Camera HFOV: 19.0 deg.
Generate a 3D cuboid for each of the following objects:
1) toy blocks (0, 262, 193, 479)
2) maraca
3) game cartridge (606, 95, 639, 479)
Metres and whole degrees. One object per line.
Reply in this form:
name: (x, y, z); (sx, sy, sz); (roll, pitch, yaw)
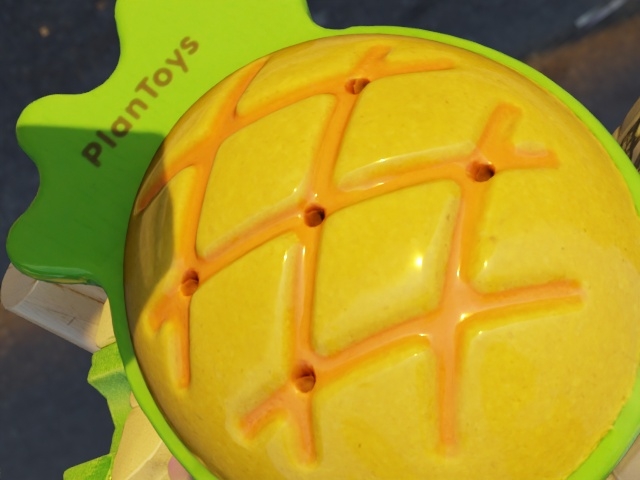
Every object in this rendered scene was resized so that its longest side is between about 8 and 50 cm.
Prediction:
toy blocks: (-0.002, 0.135, 0.950); (0.260, 0.289, 0.309); (31, 144, -32)
maraca: (0.000, 0.000, 0.462); (0.127, 0.185, 0.099); (-49, 151, -7)
game cartridge: (0.135, 0.029, 0.820); (0.230, 0.068, 0.355); (-62, -177, 31)
